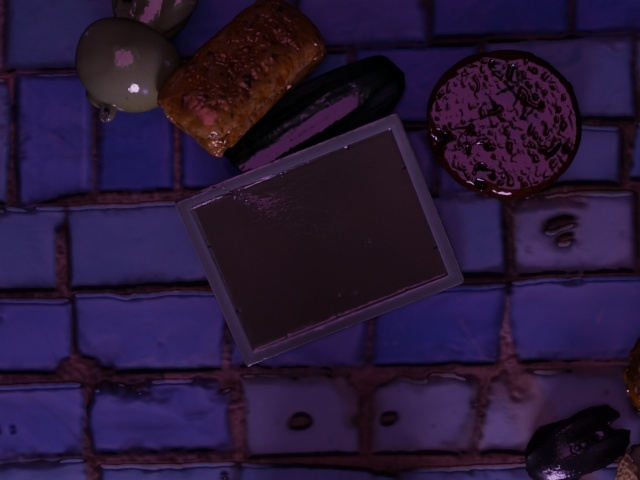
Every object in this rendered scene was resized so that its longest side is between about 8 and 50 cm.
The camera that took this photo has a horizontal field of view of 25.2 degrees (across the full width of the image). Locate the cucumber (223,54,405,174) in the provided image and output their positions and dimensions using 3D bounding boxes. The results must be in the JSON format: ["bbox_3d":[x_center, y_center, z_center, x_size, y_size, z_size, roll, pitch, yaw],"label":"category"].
[{"bbox_3d":[-0.005,-0.149,1.765,0.244,0.063,0.115,-37,85,2],"label":"cucumber"}]

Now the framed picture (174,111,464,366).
[{"bbox_3d":[0.000,0.000,1.751,0.296,0.019,0.232,-21,102,5],"label":"framed picture"}]

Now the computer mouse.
[{"bbox_3d":[0.308,0.249,1.719,0.135,0.047,0.079,-27,86,2],"label":"computer mouse"}]

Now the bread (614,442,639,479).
[{"bbox_3d":[0.417,0.372,1.658,0.174,0.133,0.252,5,56,-21],"label":"bread"}]

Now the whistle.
[{"bbox_3d":[-0.202,-0.274,1.775,0.141,0.141,0.294,28,72,7],"label":"whistle"}]

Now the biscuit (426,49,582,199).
[{"bbox_3d":[0.224,-0.143,1.747,0.192,0.049,0.192,0,90,0],"label":"biscuit"}]

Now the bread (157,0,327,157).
[{"bbox_3d":[-0.095,-0.203,1.734,0.114,0.083,0.211,39,72,14],"label":"bread"}]

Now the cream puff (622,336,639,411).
[{"bbox_3d":[0.424,0.165,1.682,0.126,0.103,0.144,-35,80,-12],"label":"cream puff"}]
